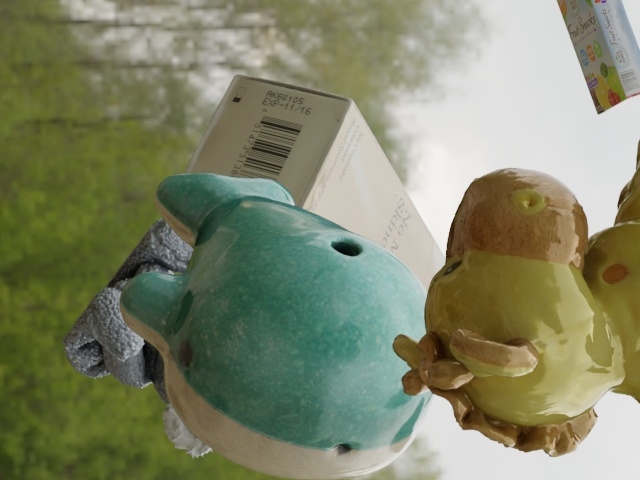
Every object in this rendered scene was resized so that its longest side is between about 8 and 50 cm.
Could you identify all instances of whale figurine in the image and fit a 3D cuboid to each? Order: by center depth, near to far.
[{"bbox_3d":[-0.022,0.026,1.077,0.272,0.216,0.141,-114,-142,-46],"label":"whale figurine"}]

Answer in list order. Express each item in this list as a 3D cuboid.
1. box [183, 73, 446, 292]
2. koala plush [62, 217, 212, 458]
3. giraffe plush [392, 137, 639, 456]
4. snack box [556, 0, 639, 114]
[{"bbox_3d":[0.000,0.000,1.481,0.148,0.121,0.311,-66,151,-17],"label":"box"},{"bbox_3d":[-0.169,0.128,1.934,0.196,0.221,0.203,-55,-175,-39],"label":"koala plush"},{"bbox_3d":[0.122,0.028,0.736,0.181,0.170,0.210,102,-13,-55],"label":"giraffe plush"},{"bbox_3d":[0.301,-0.212,1.770,0.100,0.037,0.141,147,-76,-79],"label":"snack box"}]
